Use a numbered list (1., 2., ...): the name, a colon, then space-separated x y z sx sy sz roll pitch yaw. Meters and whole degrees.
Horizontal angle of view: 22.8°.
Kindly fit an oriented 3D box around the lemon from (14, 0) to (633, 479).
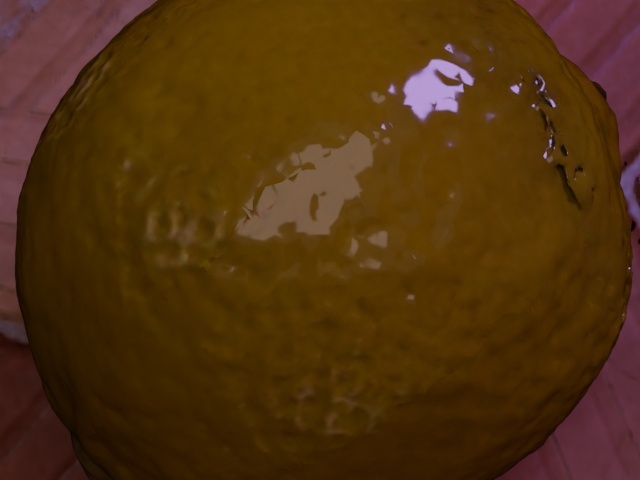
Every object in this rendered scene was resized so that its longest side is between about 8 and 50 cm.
1. lemon: 0.001 -0.001 0.720 0.293 0.293 0.293 -2 74 7
